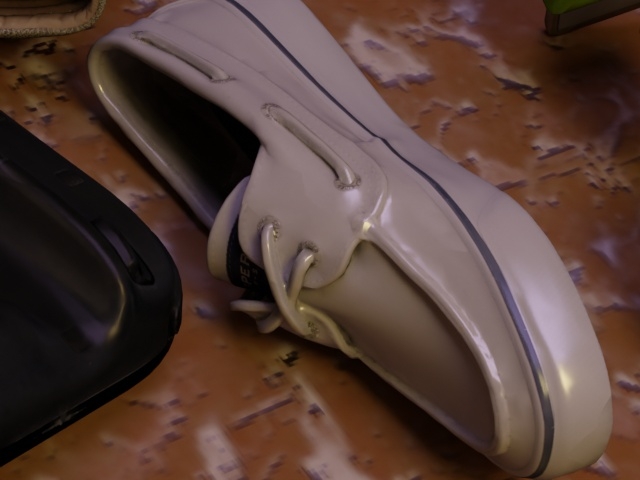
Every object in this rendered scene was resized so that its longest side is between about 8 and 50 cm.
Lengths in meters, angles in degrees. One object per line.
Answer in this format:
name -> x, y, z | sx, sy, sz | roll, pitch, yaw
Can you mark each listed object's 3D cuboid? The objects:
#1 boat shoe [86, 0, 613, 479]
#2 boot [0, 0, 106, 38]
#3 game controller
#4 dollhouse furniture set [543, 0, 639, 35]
boat shoe -> 0.000, 0.000, 0.683 | 0.084, 0.095, 0.258 | -19, 44, -26
boot -> -0.171, -0.154, 0.765 | 0.213, 0.077, 0.165 | 19, 31, -3
game controller -> -0.201, -0.034, 0.661 | 0.319, 0.067, 0.166 | 35, 44, 19
dollhouse furniture set -> 0.221, -0.013, 0.769 | 0.198, 0.151, 0.301 | -19, 70, -6
